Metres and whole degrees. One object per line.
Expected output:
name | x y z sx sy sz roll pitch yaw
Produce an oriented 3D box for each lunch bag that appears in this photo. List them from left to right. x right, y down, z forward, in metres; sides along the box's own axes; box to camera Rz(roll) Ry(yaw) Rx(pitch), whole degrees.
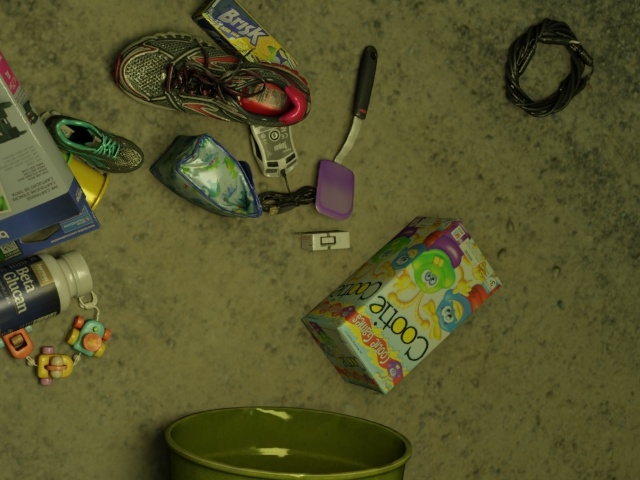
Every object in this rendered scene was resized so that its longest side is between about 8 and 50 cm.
lunch bag | -0.164 -0.089 1.883 0.151 0.129 0.096 45 75 -20

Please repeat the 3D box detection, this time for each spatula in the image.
spatula | 0.052 -0.179 2.029 0.084 0.030 0.296 21 82 -39

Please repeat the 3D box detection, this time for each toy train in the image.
toy train | -0.391 0.145 1.836 0.166 0.046 0.125 -26 104 -21

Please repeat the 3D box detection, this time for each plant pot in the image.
plant pot | -0.061 0.464 1.850 0.366 0.366 0.353 2 97 -25

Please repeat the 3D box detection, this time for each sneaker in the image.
sneaker | -0.334 -0.141 1.828 0.166 0.076 0.065 19 86 -25
sneaker | -0.158 -0.240 1.853 0.299 0.112 0.121 8 104 -5

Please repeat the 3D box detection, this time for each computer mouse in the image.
computer mouse | -0.070 -0.140 1.975 0.106 0.042 0.193 -19 107 -18

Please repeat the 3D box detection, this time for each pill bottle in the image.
pill bottle | -0.421 0.073 1.789 0.169 0.094 0.094 -23 103 -27

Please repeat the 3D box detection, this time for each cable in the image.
cable | 0.396 -0.303 2.180 0.184 0.047 0.150 -37 108 -18

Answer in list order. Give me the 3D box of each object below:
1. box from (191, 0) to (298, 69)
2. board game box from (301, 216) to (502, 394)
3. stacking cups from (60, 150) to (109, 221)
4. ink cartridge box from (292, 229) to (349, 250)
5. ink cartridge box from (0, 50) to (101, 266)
box | -0.118 -0.312 1.932 0.169 0.054 0.059 43 75 -21
board game box | 0.133 0.100 2.027 0.275 0.144 0.142 -41 108 -18
stacking cups | -0.462 -0.133 1.772 0.316 0.096 0.096 30 80 -19
ink cartridge box | 0.000 0.000 2.010 0.083 0.048 0.028 -3 95 -24
ink cartridge box | -0.455 -0.099 1.705 0.186 0.065 0.311 -21 121 10
